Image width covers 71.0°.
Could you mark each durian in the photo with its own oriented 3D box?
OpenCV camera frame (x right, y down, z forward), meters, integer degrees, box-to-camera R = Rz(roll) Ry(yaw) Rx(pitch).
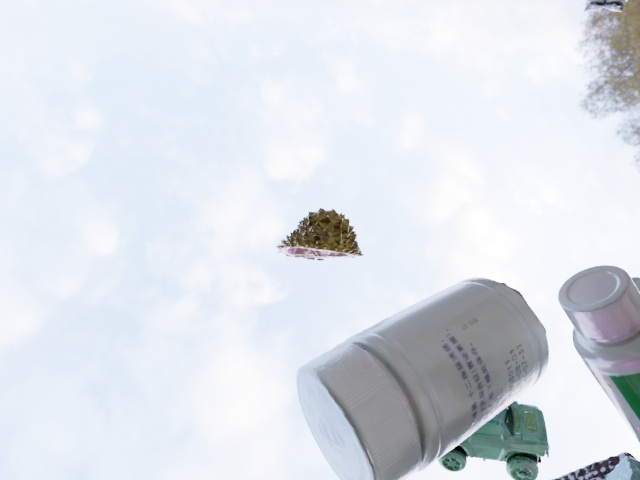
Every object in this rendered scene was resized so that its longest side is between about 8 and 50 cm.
[{"bbox_3d":[0.001,0.001,1.116,0.182,0.132,0.165,24,-138,30],"label":"durian"}]

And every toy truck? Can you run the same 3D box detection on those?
[{"bbox_3d":[0.376,0.439,1.044,0.278,0.156,0.155,-2,-157,21],"label":"toy truck"}]

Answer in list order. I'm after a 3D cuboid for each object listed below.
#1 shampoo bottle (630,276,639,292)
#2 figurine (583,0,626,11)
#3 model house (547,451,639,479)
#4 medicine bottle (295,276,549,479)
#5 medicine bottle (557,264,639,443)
[{"bbox_3d":[0.676,0.191,0.990,0.086,0.228,0.056,-23,-152,-8],"label":"shampoo bottle"},{"bbox_3d":[0.475,-0.477,0.695,0.137,0.229,0.111,22,-168,36],"label":"figurine"},{"bbox_3d":[0.349,0.426,0.561,0.229,0.249,0.280,19,-157,6],"label":"model house"},{"bbox_3d":[0.143,0.192,0.634,0.331,0.190,0.190,-19,-112,-29],"label":"medicine bottle"},{"bbox_3d":[0.346,0.142,0.476,0.260,0.095,0.095,50,-126,-17],"label":"medicine bottle"}]
